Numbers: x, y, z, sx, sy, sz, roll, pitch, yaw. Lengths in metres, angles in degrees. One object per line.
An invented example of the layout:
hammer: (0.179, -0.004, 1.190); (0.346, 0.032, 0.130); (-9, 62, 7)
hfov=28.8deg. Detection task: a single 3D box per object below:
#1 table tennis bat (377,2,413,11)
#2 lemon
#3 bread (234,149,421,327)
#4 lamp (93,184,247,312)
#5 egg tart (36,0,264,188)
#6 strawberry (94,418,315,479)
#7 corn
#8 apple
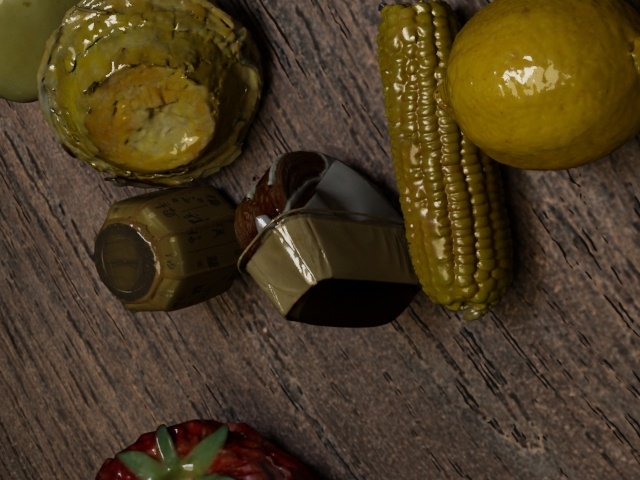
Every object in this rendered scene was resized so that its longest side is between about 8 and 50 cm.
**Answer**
table tennis bat: (0.100, -0.248, 1.427); (0.083, 0.007, 0.050); (36, 122, 21)
lemon: (0.232, -0.163, 1.243); (0.257, 0.188, 0.188); (-5, 101, 33)
bread: (0.000, 0.000, 1.447); (0.142, 0.224, 0.212); (-52, 50, 33)
lamp: (-0.190, 0.009, 1.608); (0.161, 0.185, 0.161); (10, 109, 31)
egg tart: (-0.206, -0.173, 1.522); (0.116, 0.295, 0.294); (-103, 32, -53)
strawberry: (-0.118, 0.384, 1.651); (0.292, 0.310, 0.291); (-11, 69, 29)
corn: (0.136, -0.088, 1.381); (0.120, 0.120, 0.363); (-9, 99, 38)
apple: (-0.380, -0.310, 1.613); (0.262, 0.262, 0.262); (12, 111, 33)
